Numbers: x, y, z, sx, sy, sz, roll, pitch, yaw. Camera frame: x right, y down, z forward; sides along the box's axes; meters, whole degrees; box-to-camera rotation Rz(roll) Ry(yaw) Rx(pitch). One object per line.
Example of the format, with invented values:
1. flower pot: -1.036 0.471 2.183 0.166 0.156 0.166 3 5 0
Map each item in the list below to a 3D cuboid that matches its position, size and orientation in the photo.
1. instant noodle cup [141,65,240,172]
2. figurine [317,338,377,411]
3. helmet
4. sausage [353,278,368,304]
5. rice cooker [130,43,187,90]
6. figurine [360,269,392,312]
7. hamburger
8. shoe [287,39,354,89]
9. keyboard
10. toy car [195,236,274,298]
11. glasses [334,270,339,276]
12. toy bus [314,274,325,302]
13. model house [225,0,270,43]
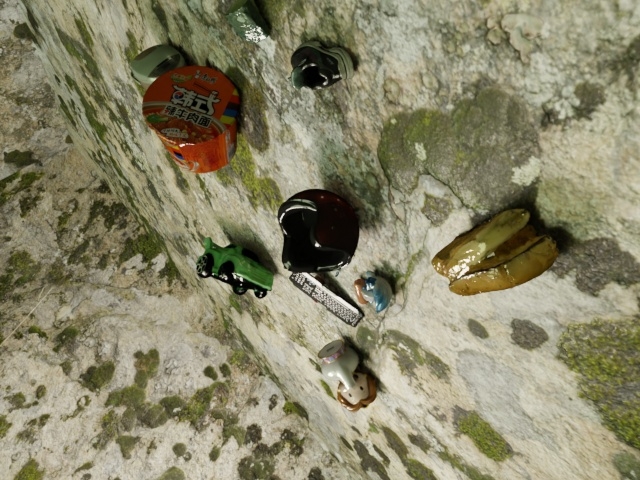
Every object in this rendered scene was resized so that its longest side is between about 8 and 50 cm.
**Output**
1. instant noodle cup: -0.333 -0.312 1.400 0.250 0.250 0.192 45 162 16
2. figurine: 0.099 0.470 1.763 0.263 0.142 0.189 58 -174 -14
3. helmet: -0.004 -0.023 1.240 0.216 0.193 0.189 46 142 -5
4. sausage: 0.115 0.142 1.434 0.034 0.034 0.083 24 142 45
5. rice cooker: -0.458 -0.482 1.489 0.206 0.145 0.127 31 157 44
6. figurine: 0.145 0.139 1.326 0.114 0.079 0.114 163 90 -83
7. hamburger: 0.290 0.041 0.901 0.124 0.131 0.262 51 159 5
8. shoe: -0.020 -0.328 0.991 0.169 0.099 0.071 28 147 43
9. keyboard: 0.015 0.175 1.593 0.262 0.016 0.106 36 146 7
10. toy car: -0.327 0.097 1.961 0.213 0.177 0.358 31 162 -37
11. glasses: -0.021 0.019 1.446 0.189 0.088 0.221 33 148 35
12. toy bus: -0.010 0.157 1.653 0.031 0.043 0.110 37 150 30
13. model house: -0.151 -0.467 1.099 0.078 0.066 0.083 1 142 46
